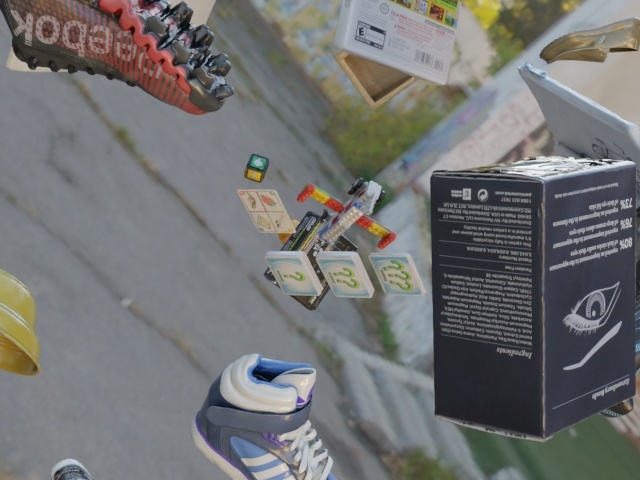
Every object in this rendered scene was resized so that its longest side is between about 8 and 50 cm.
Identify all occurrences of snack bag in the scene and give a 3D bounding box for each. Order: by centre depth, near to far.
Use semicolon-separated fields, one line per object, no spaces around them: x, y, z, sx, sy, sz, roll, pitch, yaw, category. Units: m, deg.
0.441;-0.096;1.805;0.342;0.037;0.323;56;-3;-33;snack bag

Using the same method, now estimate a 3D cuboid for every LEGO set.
0.000;0.000;1.312;0.244;0.182;0.060;65;34;-46;LEGO set

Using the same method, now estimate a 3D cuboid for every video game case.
0.116;-0.335;1.612;0.026;0.206;0.227;12;1;43;video game case

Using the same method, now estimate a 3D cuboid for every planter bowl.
-0.449;0.088;1.582;0.217;0.090;0.217;21;-25;11;planter bowl

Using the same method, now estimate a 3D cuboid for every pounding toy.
0.106;-0.291;1.855;0.130;0.141;0.100;52;8;-26;pounding toy

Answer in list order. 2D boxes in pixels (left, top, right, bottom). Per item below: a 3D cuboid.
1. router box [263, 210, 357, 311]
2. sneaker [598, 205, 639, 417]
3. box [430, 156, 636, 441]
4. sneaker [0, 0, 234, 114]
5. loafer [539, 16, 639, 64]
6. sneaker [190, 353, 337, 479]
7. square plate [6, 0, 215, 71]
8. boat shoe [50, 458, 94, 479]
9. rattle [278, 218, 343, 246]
-0.015;0.032;1.775;0.092;0.122;0.038;40;-8;-36;router box
0.420;0.073;1.559;0.139;0.341;0.125;36;-5;0;sneaker
0.176;0.041;0.967;0.108;0.207;0.153;7;11;41;box
-0.211;-0.197;1.117;0.276;0.135;0.097;39;23;-4;sneaker
0.382;-0.272;1.666;0.056;0.148;0.050;9;65;-81;loafer
-0.041;0.320;1.941;0.323;0.236;0.130;36;34;-1;sneaker
-0.311;-0.398;1.962;0.347;0.344;0.049;-6;53;-37;square plate
-0.235;0.275;1.244;0.038;0.046;0.125;51;-6;49;boat shoe
-0.045;-0.022;2.173;0.199;0.130;0.143;28;36;-61;rattle
